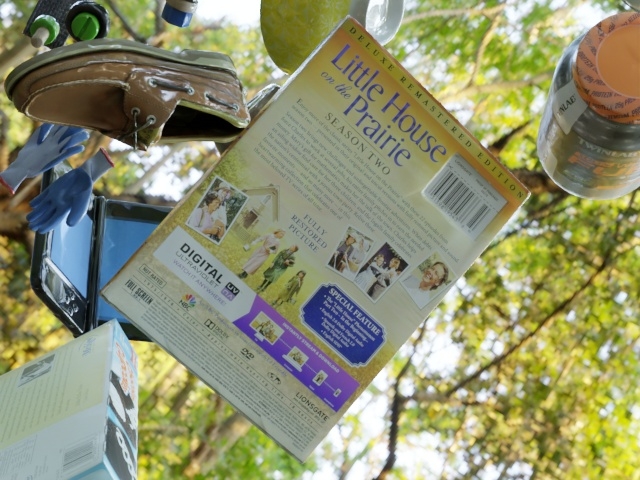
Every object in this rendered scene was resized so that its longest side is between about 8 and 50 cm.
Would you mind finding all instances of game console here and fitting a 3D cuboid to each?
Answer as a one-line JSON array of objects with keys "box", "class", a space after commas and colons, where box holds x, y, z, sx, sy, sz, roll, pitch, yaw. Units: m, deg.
[{"box": [-0.349, 0.009, 1.682, 0.173, 0.293, 0.250, -12, -37, 9], "class": "game console"}]

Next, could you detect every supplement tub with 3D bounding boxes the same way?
[{"box": [0.427, -0.192, 1.445, 0.193, 0.193, 0.316, 32, -10, 14], "class": "supplement tub"}]

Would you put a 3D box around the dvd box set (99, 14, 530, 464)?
[{"box": [0.000, 0.000, 1.140, 0.307, 0.420, 0.062, 41, -5, -13], "class": "dvd box set"}]

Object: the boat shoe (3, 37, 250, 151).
[{"box": [-0.212, -0.165, 1.174, 0.111, 0.307, 0.104, -42, -115, 48], "class": "boat shoe"}]

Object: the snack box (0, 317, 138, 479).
[{"box": [-0.260, 0.186, 0.895, 0.060, 0.187, 0.322, 64, -2, -18], "class": "snack box"}]

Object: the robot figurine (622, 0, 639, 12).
[{"box": [0.430, -0.351, 1.031, 0.353, 0.200, 0.300, 2, -58, 44], "class": "robot figurine"}]

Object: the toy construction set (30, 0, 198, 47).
[{"box": [-0.267, -0.443, 1.331, 0.257, 0.237, 0.309, -2, -59, 2], "class": "toy construction set"}]

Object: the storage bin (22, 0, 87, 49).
[{"box": [-0.526, -0.483, 2.016, 0.084, 0.180, 0.122, 27, 11, -17], "class": "storage bin"}]

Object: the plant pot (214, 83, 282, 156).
[{"box": [-0.061, -0.140, 1.728, 0.229, 0.263, 0.263, 47, -29, -14], "class": "plant pot"}]

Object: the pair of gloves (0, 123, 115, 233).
[{"box": [-0.386, -0.097, 1.456, 0.198, 0.159, 0.023, 46, -4, 34], "class": "pair of gloves"}]

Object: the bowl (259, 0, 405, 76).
[{"box": [0.048, -0.400, 1.675, 0.156, 0.289, 0.289, 22, -33, 31], "class": "bowl"}]
